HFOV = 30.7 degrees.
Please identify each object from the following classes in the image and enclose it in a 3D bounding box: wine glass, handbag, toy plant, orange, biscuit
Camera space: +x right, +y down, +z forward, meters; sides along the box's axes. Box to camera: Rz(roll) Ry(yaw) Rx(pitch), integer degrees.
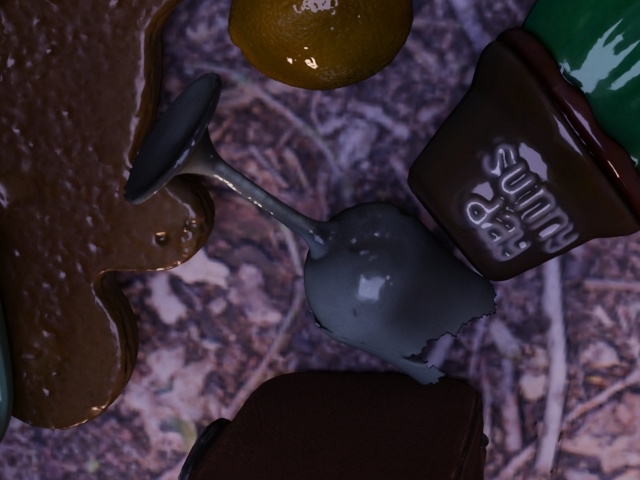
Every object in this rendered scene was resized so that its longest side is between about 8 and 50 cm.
[{"bbox_3d":[0.000,0.000,0.602,0.195,0.079,0.079,34,109,-23],"label":"wine glass"},{"bbox_3d":[0.007,0.134,0.608,0.151,0.193,0.072,3,110,17],"label":"handbag"},{"bbox_3d":[0.142,-0.064,0.579,0.200,0.105,0.143,-39,105,5],"label":"toy plant"},{"bbox_3d":[-0.001,-0.118,0.592,0.095,0.085,0.085,-16,103,20],"label":"orange"},{"bbox_3d":[-0.152,-0.038,0.655,0.197,0.049,0.301,7,106,16],"label":"biscuit"}]

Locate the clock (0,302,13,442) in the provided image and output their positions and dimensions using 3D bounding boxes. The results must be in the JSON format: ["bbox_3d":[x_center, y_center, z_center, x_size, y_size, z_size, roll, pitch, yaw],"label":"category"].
[{"bbox_3d":[-0.255,0.031,0.622,0.160,0.066,0.210,-2,107,-3],"label":"clock"}]
